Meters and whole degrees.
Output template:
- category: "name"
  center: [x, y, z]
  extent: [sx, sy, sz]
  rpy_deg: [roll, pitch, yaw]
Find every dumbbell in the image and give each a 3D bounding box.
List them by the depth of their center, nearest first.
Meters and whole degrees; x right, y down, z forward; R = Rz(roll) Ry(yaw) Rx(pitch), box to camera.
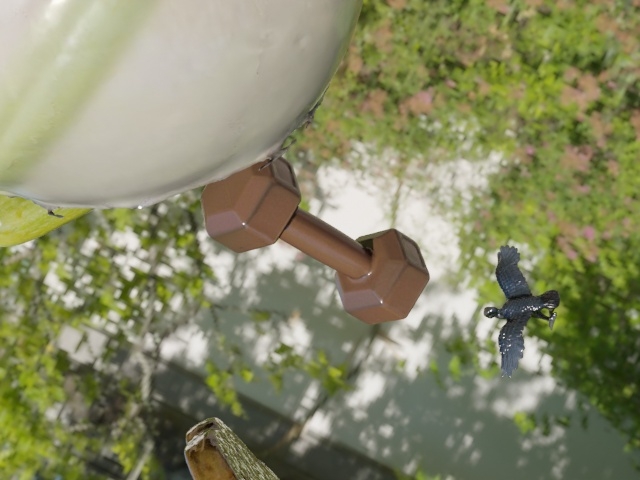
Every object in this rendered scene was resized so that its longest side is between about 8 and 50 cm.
- category: "dumbbell"
  center: [0.000, 0.000, 1.025]
  extent: [0.231, 0.082, 0.092]
  rpy_deg: [31, -150, -37]

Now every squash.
- category: "squash"
  center: [-0.373, -0.053, 1.530]
  extent: [0.137, 0.287, 0.137]
  rpy_deg: [34, 151, 22]

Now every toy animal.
- category: "toy animal"
  center: [0.290, 0.098, 1.660]
  extent: [0.108, 0.220, 0.062]
  rpy_deg: [2, 147, 9]

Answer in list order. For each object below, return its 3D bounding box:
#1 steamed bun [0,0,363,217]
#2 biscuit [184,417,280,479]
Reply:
- category: "steamed bun"
  center: [-0.125, -0.192, 0.603]
  extent: [0.309, 0.309, 0.309]
  rpy_deg: [27, -179, 0]
- category: "biscuit"
  center: [-0.028, 0.372, 1.334]
  extent: [0.359, 0.074, 0.381]
  rpy_deg: [53, 176, 36]
